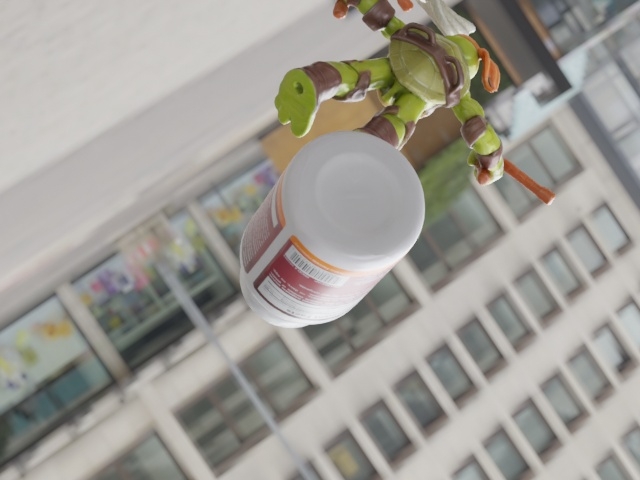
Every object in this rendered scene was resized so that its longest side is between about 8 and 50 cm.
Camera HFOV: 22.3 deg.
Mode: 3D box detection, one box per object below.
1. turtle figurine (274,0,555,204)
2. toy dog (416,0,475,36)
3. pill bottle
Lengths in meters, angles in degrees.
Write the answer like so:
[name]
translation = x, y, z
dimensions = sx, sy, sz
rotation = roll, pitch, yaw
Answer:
[turtle figurine]
translation = 0.079, -0.116, 1.307
dimensions = 0.217, 0.269, 0.087
rotation = -34, 178, -45
[toy dog]
translation = 0.074, -0.344, 1.372
dimensions = 0.161, 0.334, 0.220
rotation = -39, 164, 5
[pill bottle]
translation = 0.000, 0.000, 0.984
dimensions = 0.086, 0.086, 0.152
rotation = -35, 174, -26
